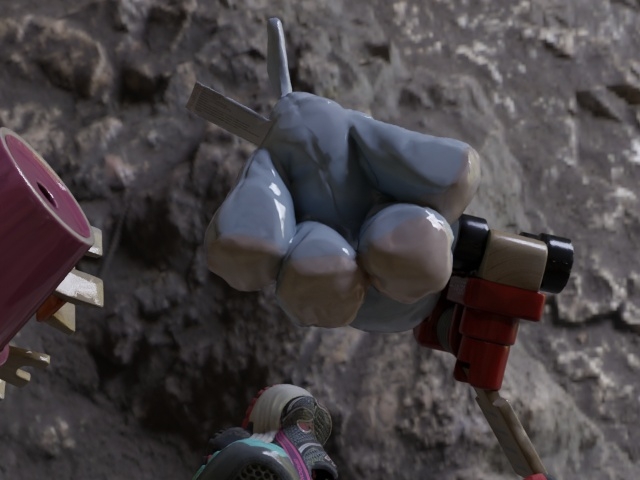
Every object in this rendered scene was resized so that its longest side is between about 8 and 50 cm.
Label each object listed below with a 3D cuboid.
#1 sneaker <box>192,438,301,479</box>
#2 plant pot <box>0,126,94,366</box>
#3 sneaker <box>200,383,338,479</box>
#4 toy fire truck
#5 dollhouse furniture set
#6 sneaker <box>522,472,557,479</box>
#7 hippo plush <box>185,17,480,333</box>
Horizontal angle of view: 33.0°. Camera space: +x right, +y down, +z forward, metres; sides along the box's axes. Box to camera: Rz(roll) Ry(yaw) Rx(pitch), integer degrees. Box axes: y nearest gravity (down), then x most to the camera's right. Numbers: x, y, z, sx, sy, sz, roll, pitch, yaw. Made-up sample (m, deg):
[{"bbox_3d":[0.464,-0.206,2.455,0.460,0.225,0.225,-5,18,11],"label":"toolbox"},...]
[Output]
[{"bbox_3d":[-0.041,0.160,0.415,0.065,0.076,0.166,17,82,-7],"label":"sneaker"},{"bbox_3d":[-0.306,0.006,0.935,0.180,0.201,0.201,-37,39,1],"label":"plant pot"},{"bbox_3d":[-0.031,0.226,1.051,0.112,0.120,0.299,11,10,10],"label":"sneaker"},{"bbox_3d":[0.172,0.108,1.123,0.158,0.246,0.217,13,-1,-7],"label":"toy fire truck"},{"bbox_3d":[-0.386,0.041,1.257,0.262,0.135,0.259,-40,41,28],"label":"dollhouse furniture set"},{"bbox_3d":[0.166,0.348,0.944,0.135,0.097,0.276,-5,74,0],"label":"sneaker"},{"bbox_3d":[0.000,0.000,1.019,0.294,0.236,0.234,34,66,23],"label":"hippo plush"}]
